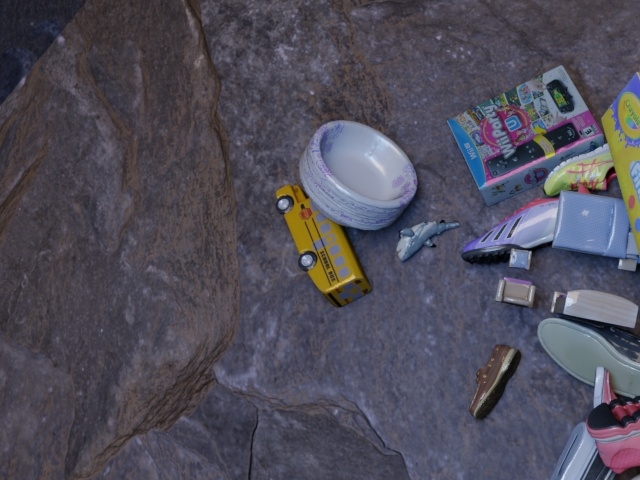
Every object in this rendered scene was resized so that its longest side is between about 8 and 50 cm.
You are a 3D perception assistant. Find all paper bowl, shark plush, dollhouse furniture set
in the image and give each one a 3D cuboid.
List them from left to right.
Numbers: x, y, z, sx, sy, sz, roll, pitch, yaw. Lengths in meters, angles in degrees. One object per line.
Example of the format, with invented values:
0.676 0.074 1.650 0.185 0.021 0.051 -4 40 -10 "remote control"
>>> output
0.082 -0.145 2.083 0.148 0.284 0.284 -58 46 42 "paper bowl"
0.257 -0.008 2.068 0.161 0.073 0.067 -20 78 -10 "shark plush"
0.534 0.006 1.760 0.287 0.198 0.303 11 87 8 "dollhouse furniture set"

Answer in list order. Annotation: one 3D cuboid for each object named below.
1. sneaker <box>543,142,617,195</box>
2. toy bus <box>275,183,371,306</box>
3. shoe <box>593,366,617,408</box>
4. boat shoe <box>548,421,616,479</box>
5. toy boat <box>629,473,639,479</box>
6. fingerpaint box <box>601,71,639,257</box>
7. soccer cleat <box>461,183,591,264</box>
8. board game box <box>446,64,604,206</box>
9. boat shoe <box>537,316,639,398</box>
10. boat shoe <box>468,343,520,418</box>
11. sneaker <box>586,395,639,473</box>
0.611 -0.146 1.948 0.209 0.081 0.094 -26 62 10 "sneaker"
0.000 0.000 2.121 0.130 0.108 0.332 -28 59 8 "toy bus"
0.589 0.339 1.709 0.081 0.063 0.177 0 98 18 "shoe"
0.490 0.522 1.656 0.119 0.121 0.335 27 92 6 "boat shoe"
0.708 0.510 1.575 0.318 0.148 0.267 -49 53 5 "toy boat"
0.798 -0.098 1.683 0.372 0.163 0.444 4 58 -12 "fingerpaint box"
0.467 -0.030 1.930 0.319 0.108 0.116 -17 74 10 "soccer cleat"
0.488 -0.248 2.039 0.304 0.097 0.223 -26 59 11 "board game box"
0.618 0.236 1.751 0.340 0.127 0.113 22 37 31 "boat shoe"
0.367 0.304 1.852 0.060 0.064 0.178 23 70 35 "boat shoe"
0.661 0.347 1.594 0.314 0.136 0.116 -16 16 9 "sneaker"
